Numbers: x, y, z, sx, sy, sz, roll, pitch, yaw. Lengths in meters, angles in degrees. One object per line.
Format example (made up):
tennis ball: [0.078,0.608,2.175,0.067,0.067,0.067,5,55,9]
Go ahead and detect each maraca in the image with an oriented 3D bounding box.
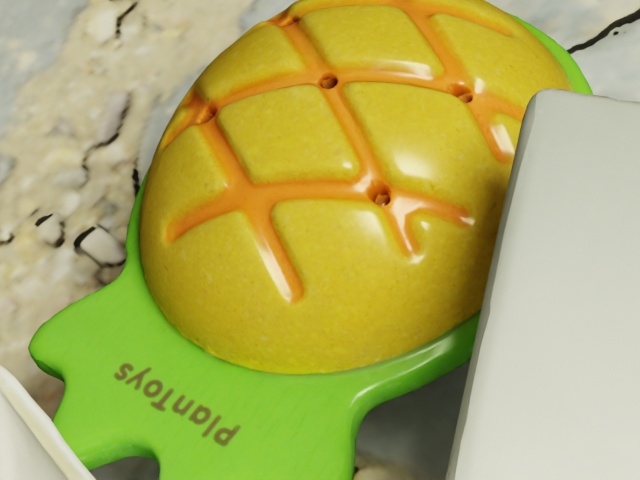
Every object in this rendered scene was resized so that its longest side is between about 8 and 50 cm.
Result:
maraca: [0.000,0.000,0.527,0.127,0.099,0.186,23,62,32]

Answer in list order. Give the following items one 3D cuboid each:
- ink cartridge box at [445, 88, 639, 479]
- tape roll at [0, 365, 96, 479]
ink cartridge box: [0.157,0.100,0.397,0.275,0.060,0.239,10,60,7]
tape roll: [-0.166,0.146,0.440,0.286,0.100,0.286,-21,36,16]
